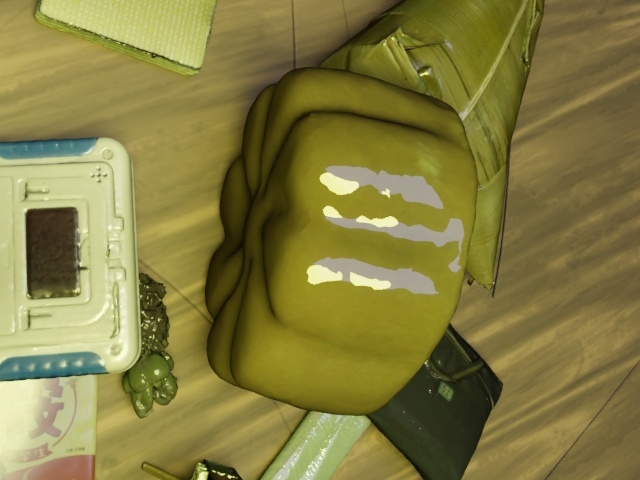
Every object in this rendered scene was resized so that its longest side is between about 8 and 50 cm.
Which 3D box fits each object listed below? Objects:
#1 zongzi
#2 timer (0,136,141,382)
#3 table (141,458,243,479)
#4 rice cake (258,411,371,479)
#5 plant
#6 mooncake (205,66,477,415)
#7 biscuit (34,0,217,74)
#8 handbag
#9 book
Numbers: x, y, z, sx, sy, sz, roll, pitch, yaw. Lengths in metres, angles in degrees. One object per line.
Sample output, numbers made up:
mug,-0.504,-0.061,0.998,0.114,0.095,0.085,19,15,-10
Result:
zongzi,0.248,-0.217,1.149,0.447,0.181,0.418,-42,110,-25
timer,-0.284,0.017,0.862,0.178,0.078,0.254,-4,81,-7
table,-0.152,0.299,0.877,0.111,0.240,0.122,19,77,-7
rice cake,-0.022,0.289,1.048,0.080,0.042,0.222,44,69,-15
plant,-0.204,0.115,0.943,0.085,0.087,0.174,-13,89,12
mooncake,0.000,0.000,0.899,0.200,0.378,0.379,15,80,-16
biscuit,-0.225,-0.281,0.972,0.199,0.040,0.121,16,77,-28
handbag,0.139,0.188,1.109,0.254,0.088,0.211,48,55,-15
book,-0.328,0.205,0.899,0.162,0.022,0.232,3,87,-28
